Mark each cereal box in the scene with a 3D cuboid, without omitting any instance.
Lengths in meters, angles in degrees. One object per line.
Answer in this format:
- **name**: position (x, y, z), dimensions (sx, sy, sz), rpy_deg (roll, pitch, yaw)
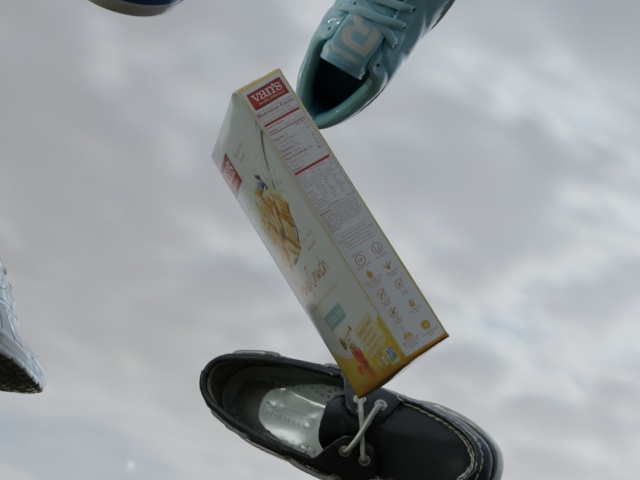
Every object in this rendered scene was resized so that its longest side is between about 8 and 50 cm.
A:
- **cereal box**: position (0.000, 0.000, 1.284), dimensions (0.240, 0.047, 0.173), rpy_deg (57, -16, 7)

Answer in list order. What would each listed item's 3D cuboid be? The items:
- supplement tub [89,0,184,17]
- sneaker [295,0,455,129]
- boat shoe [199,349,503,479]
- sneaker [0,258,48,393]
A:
- **supplement tub**: position (-0.178, -0.345, 1.686), dimensions (0.144, 0.144, 0.200), rpy_deg (20, -53, -8)
- **sneaker**: position (0.074, -0.265, 1.986), dimensions (0.135, 0.150, 0.366), rpy_deg (28, -47, 1)
- **boat shoe**: position (0.019, 0.174, 1.507), dimensions (0.302, 0.114, 0.091), rpy_deg (9, -18, 32)
- **sneaker**: position (-0.410, 0.082, 2.005), dimensions (0.111, 0.129, 0.297), rpy_deg (-2, -40, 26)
